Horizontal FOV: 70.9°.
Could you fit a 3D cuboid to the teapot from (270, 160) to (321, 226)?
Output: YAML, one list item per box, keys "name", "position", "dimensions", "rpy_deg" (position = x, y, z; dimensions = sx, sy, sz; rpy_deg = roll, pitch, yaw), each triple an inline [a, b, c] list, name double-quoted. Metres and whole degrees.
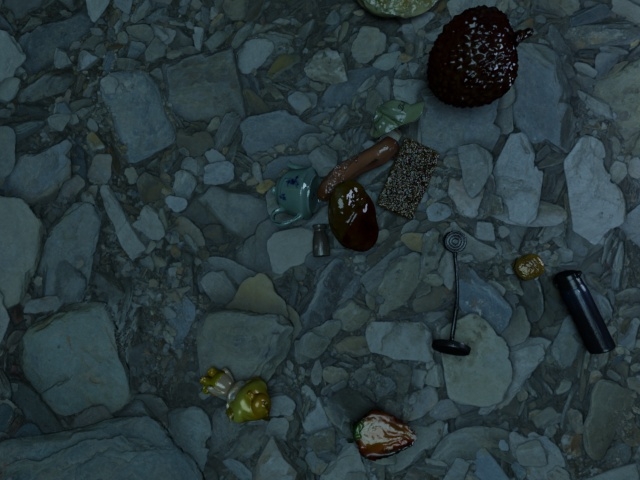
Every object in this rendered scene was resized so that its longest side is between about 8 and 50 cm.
- name: "teapot"
  position: [-0.082, -0.142, 1.358]
  dimensions: [0.159, 0.159, 0.232]
  rpy_deg: [13, 64, 6]

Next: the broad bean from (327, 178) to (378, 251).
- name: "broad bean"
  position: [0.100, -0.068, 1.312]
  dimensions: [0.156, 0.122, 0.228]
  rpy_deg: [-31, 126, -22]

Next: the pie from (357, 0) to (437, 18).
- name: "pie"
  position: [0.236, -0.845, 1.380]
  dimensions: [0.339, 0.077, 0.339]
  rpy_deg: [0, 89, 6]

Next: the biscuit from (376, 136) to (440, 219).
- name: "biscuit"
  position: [0.268, -0.189, 1.368]
  dimensions: [0.131, 0.025, 0.231]
  rpy_deg: [22, 91, -8]

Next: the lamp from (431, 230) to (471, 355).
- name: "lamp"
  position: [0.402, 0.157, 1.313]
  dimensions: [0.130, 0.108, 0.371]
  rpy_deg: [11, 89, 7]

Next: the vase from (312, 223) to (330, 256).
- name: "vase"
  position: [0.000, 0.000, 1.389]
  dimensions: [0.053, 0.053, 0.101]
  rpy_deg: [-5, 84, 6]

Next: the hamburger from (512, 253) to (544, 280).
- name: "hamburger"
  position: [0.615, 0.079, 1.328]
  dimensions: [0.083, 0.044, 0.076]
  rpy_deg: [-34, 86, 1]

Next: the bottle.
- name: "bottle"
  position: [0.757, 0.203, 1.296]
  dimensions: [0.072, 0.082, 0.244]
  rpy_deg: [-20, 86, -40]

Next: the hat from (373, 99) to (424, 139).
- name: "hat"
  position: [0.232, -0.378, 1.347]
  dimensions: [0.166, 0.122, 0.081]
  rpy_deg: [-11, 131, 31]

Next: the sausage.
- name: "sausage"
  position: [0.109, -0.219, 1.349]
  dimensions: [0.304, 0.078, 0.078]
  rpy_deg: [-33, 85, -10]

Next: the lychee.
- name: "lychee"
  position: [0.439, -0.511, 1.257]
  dimensions: [0.300, 0.264, 0.264]
  rpy_deg: [-24, 85, 29]

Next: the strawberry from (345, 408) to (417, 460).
- name: "strawberry"
  position: [0.178, 0.574, 1.335]
  dimensions: [0.192, 0.085, 0.140]
  rpy_deg: [-31, 67, 1]

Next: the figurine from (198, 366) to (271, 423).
- name: "figurine"
  position: [-0.254, 0.473, 1.372]
  dimensions: [0.246, 0.131, 0.156]
  rpy_deg: [27, 51, 21]
